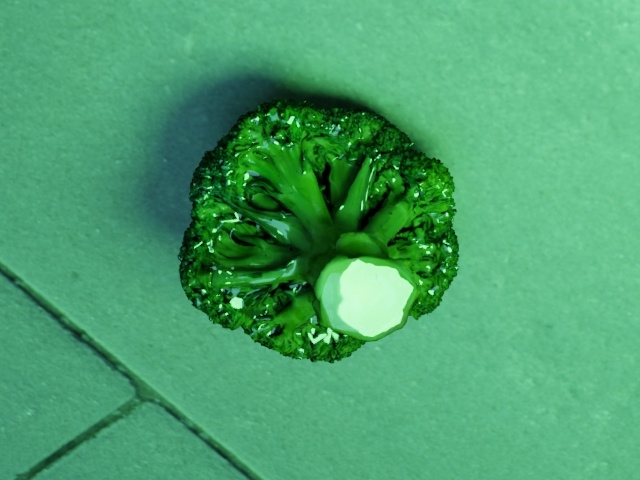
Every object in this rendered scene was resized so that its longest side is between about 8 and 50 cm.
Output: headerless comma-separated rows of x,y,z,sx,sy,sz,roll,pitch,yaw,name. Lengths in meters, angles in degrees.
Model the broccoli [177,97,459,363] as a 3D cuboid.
0.000,0.000,1.527,0.297,0.297,0.298,-2,105,-7,broccoli
